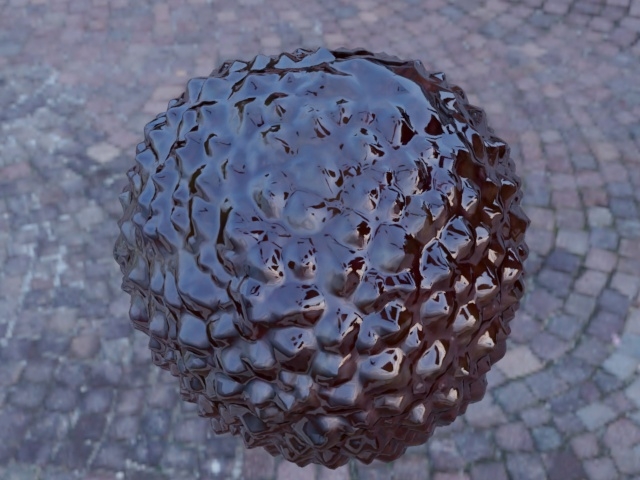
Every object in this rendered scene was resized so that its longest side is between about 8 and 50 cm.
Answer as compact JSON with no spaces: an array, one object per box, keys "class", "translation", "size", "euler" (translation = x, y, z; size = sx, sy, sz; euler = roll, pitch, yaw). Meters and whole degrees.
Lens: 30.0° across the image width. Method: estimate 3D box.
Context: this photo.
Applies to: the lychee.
[{"class":"lychee","translation":[0.000,0.000,0.741],"size":[0.264,0.264,0.300],"euler":[-3,50,-4]}]
